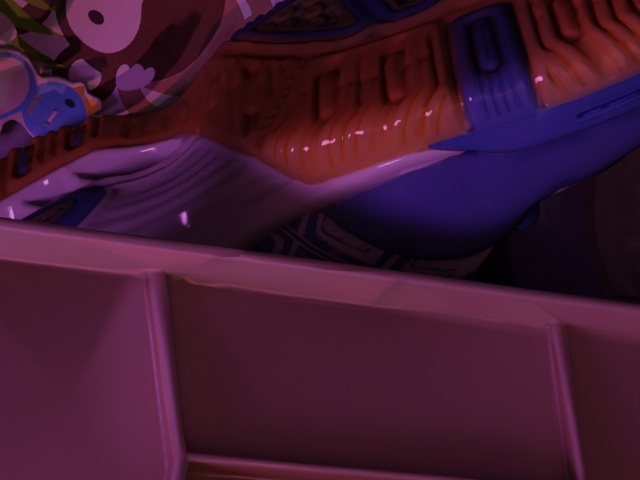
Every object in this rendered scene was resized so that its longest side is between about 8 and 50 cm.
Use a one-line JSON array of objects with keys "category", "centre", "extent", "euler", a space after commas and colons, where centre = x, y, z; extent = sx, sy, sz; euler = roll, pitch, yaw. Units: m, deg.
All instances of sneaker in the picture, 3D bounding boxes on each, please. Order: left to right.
[{"category": "sneaker", "centre": [0.000, 0.000, 0.460], "extent": [0.296, 0.112, 0.131], "euler": [-23, 121, 20]}]

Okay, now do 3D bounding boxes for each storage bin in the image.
[{"category": "storage bin", "centre": [-0.016, 0.131, 0.430], "extent": [0.260, 0.123, 0.262], "euler": [8, 141, -16]}]

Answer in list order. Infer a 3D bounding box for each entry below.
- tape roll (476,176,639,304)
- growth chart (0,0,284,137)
[{"category": "tape roll", "centre": [0.142, -0.027, 0.525], "extent": [0.188, 0.080, 0.189], "euler": [-4, 104, -14]}, {"category": "growth chart", "centre": [-0.066, -0.108, 0.481], "extent": [0.237, 0.021, 0.172], "euler": [16, 101, -17]}]
